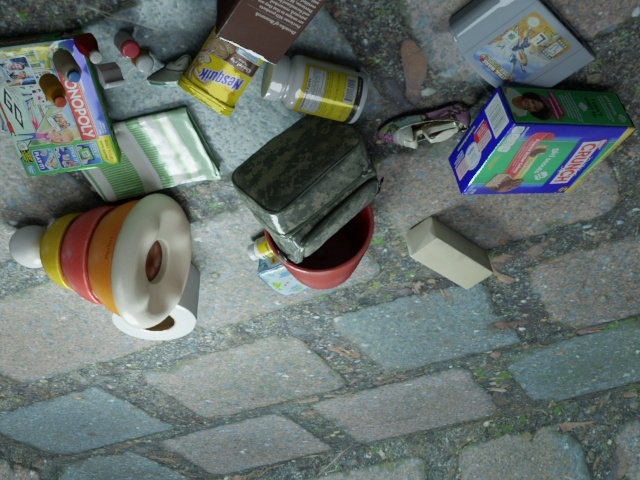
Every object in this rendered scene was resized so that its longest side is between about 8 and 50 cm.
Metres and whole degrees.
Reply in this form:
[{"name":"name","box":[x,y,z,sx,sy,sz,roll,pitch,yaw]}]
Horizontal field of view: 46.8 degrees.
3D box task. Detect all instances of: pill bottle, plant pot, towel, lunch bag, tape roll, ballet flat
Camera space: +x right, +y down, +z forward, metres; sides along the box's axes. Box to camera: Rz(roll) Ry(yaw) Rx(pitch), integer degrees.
[{"name":"pill bottle","box":[-0.148,0.016,2.104,0.116,0.065,0.065,-22,140,26]},{"name":"plant pot","box":[0.000,0.000,1.941,0.275,0.275,0.243,-3,158,1]},{"name":"towel","box":[-0.432,-0.200,1.808,0.324,0.038,0.248,-10,143,11]},{"name":"lunch bag","box":[-0.064,0.076,2.173,0.219,0.090,0.176,-22,139,25]},{"name":"lunch bag","box":[-0.014,-0.116,1.725,0.305,0.212,0.256,-42,142,-12]},{"name":"tape roll","box":[-0.489,0.169,2.211,0.246,0.169,0.246,-1,144,-1]},{"name":"pill bottle","box":[-0.014,-0.328,1.582,0.208,0.119,0.119,11,143,-17]},{"name":"ballet flat","box":[0.243,-0.258,1.732,0.221,0.079,0.077,-13,144,15]},{"name":"ballet flat","box":[-0.262,-0.366,1.574,0.213,0.072,0.068,0,117,-5]}]

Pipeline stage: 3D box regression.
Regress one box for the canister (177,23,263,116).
[{"name":"canister","box":[-0.194,-0.357,1.506,0.126,0.073,0.170,31,107,-18]}]

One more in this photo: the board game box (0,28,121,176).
[{"name":"board game box","box":[-0.577,-0.289,1.597,0.213,0.046,0.317,-7,132,0]}]

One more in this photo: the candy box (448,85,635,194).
[{"name":"candy box","box":[0.500,-0.222,1.706,0.317,0.122,0.268,-3,151,-19]}]

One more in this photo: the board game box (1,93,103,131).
[{"name":"board game box","box":[-0.597,-0.287,1.650,0.201,0.035,0.136,10,129,-17]}]

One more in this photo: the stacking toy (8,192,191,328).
[{"name":"stacking toy","box":[-0.615,0.025,1.964,0.480,0.351,0.351,9,148,18]}]

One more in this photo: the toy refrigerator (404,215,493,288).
[{"name":"toy refrigerator","box":[0.374,0.036,2.146,0.269,0.094,0.102,27,128,-36]}]

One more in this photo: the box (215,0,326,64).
[{"name":"box","box":[-0.033,-0.508,1.268,0.143,0.191,0.381,21,139,-30]}]

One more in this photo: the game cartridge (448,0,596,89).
[{"name":"game cartridge","box":[0.416,-0.411,1.553,0.297,0.062,0.198,27,131,-35]}]

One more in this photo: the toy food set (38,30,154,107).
[{"name":"toy food set","box":[-0.440,-0.345,1.479,0.232,0.104,0.111,-17,133,-24]}]
